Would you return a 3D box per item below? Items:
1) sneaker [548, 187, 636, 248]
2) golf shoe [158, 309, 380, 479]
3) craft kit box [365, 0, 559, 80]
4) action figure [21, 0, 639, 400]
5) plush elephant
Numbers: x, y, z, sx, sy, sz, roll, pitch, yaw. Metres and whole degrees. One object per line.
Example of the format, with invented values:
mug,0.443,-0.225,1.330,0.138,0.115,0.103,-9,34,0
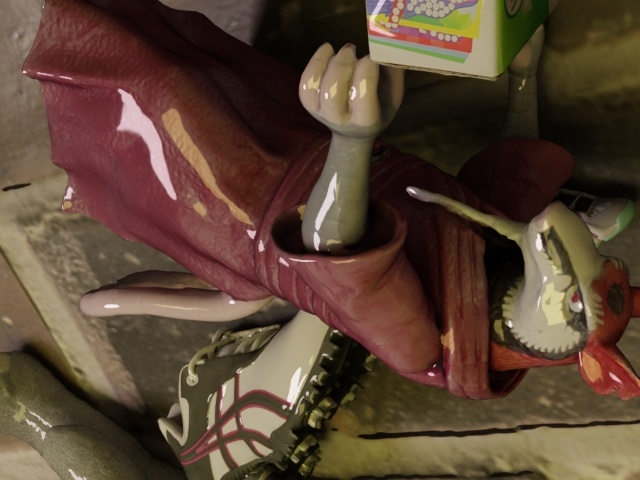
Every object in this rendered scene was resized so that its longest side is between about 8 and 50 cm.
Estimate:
sneaker,0.124,-0.024,0.691,0.098,0.038,0.069,-18,111,38
golf shoe,-0.041,0.102,0.839,0.120,0.105,0.273,39,133,11
craft kit box,0.084,-0.222,0.437,0.061,0.247,0.250,10,125,24
action figure,0.000,0.000,0.610,0.370,0.248,0.276,31,116,33
plush elephant,-0.197,0.302,0.964,0.330,0.255,0.272,23,130,16
